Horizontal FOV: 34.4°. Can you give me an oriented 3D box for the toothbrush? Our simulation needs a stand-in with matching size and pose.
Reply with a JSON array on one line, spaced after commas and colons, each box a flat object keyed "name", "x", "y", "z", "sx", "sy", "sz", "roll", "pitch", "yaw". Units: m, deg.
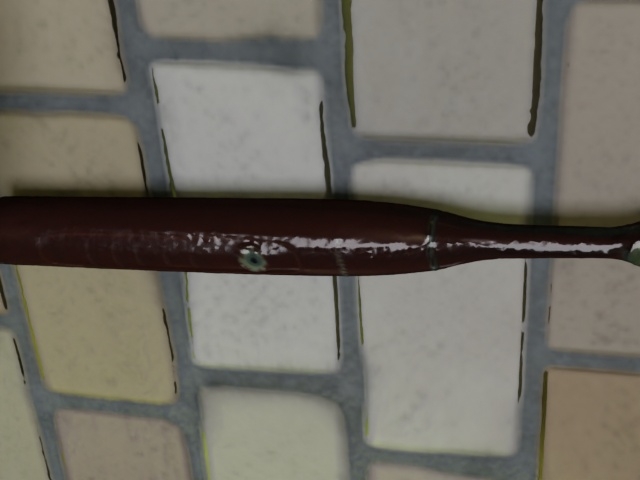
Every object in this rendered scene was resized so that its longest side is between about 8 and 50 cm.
[{"name": "toothbrush", "x": 0.000, "y": -0.001, "z": 0.519, "sx": 0.364, "sy": 0.041, "sz": 0.040, "roll": 2, "pitch": 120, "yaw": 14}]
